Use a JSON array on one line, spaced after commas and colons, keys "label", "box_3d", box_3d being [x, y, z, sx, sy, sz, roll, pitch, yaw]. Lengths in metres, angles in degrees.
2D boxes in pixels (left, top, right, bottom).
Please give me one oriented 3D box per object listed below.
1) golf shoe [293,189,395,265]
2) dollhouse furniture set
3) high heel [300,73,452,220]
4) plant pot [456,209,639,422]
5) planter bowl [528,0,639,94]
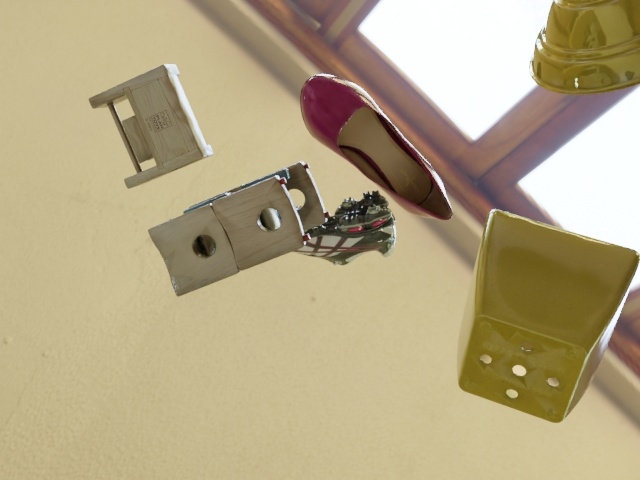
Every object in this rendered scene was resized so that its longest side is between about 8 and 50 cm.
[{"label": "golf shoe", "box_3d": [0.000, 0.000, 1.476, 0.105, 0.273, 0.120, -83, -18, -54]}, {"label": "dollhouse furniture set", "box_3d": [-0.091, -0.070, 0.752, 0.129, 0.129, 0.183, -53, -59, -75]}, {"label": "high heel", "box_3d": [0.113, -0.164, 1.496, 0.181, 0.127, 0.377, 41, -174, 42]}, {"label": "plant pot", "box_3d": [0.290, 0.118, 1.132, 0.212, 0.212, 0.187, 18, -140, 16]}, {"label": "planter bowl", "box_3d": [0.338, -0.269, 0.972, 0.090, 0.217, 0.217, 60, -144, -33]}]
